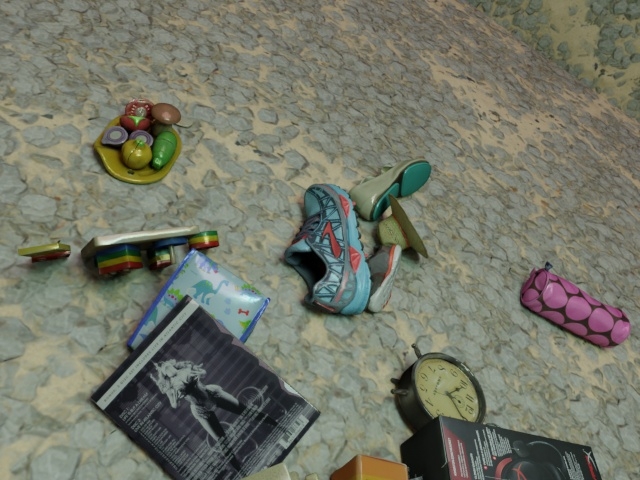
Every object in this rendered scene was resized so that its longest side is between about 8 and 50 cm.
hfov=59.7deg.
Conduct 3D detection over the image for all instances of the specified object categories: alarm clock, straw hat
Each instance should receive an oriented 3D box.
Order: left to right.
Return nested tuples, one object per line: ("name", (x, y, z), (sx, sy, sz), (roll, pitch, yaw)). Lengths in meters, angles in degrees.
("straw hat", (0.140, -0.013, 1.052), (0.061, 0.144, 0.144), (-31, 64, 0))
("alarm clock", (0.197, 0.251, 0.844), (0.192, 0.064, 0.129), (34, 42, 6))

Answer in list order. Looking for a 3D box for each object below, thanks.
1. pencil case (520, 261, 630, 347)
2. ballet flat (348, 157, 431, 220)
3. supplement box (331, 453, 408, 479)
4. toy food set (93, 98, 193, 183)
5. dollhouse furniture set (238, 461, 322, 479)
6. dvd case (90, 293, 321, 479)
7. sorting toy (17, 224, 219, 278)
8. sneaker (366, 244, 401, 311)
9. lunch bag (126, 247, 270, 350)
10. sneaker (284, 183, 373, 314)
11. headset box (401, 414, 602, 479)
("pencil case", (0.516, 0.132, 1.130), (0.209, 0.095, 0.098), (31, 27, -6))
("ballet flat", (0.141, -0.121, 1.152), (0.086, 0.086, 0.248), (44, 44, 12))
("supplement box", (0.060, 0.376, 0.636), (0.080, 0.078, 0.233), (21, 44, -17))
("toy food set", (-0.297, -0.192, 0.953), (0.128, 0.071, 0.218), (22, 43, -11))
("dollhouse furniture set", (-0.088, 0.321, 0.493), (0.259, 0.262, 0.135), (-21, 61, -4))
("dvd case", (-0.135, 0.197, 0.665), (0.221, 0.018, 0.164), (40, 77, 7))
("sorting toy", (-0.252, 0.019, 0.752), (0.274, 0.132, 0.046), (-8, 86, -31))
("sneaker", (0.096, 0.064, 0.978), (0.065, 0.061, 0.158), (11, 38, 16))
("lunch bag", (-0.160, 0.110, 0.741), (0.129, 0.096, 0.151), (32, 71, 0))
("sneaker", (0.000, 0.000, 0.931), (0.125, 0.104, 0.262), (4, 49, -26))
("headset box", (0.239, 0.367, 0.726), (0.293, 0.110, 0.218), (16, 44, -18))
